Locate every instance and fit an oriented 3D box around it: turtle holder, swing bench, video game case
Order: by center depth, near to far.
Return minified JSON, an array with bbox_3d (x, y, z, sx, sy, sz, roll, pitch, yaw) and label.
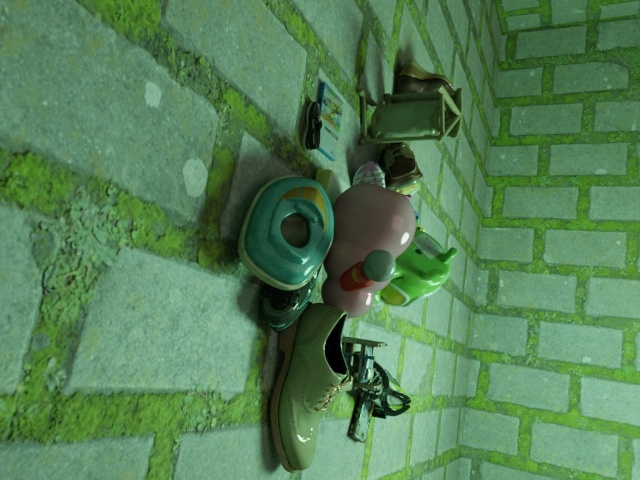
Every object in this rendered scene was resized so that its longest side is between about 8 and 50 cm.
[{"bbox_3d":[0.020,-0.303,1.349,0.119,0.015,0.166,26,70,-60],"label":"video game case"},{"bbox_3d":[0.275,-0.375,1.580,0.255,0.253,0.165,-22,112,-60],"label":"swing bench"},{"bbox_3d":[0.253,0.104,1.599,0.227,0.243,0.320,-59,-174,39],"label":"turtle holder"}]

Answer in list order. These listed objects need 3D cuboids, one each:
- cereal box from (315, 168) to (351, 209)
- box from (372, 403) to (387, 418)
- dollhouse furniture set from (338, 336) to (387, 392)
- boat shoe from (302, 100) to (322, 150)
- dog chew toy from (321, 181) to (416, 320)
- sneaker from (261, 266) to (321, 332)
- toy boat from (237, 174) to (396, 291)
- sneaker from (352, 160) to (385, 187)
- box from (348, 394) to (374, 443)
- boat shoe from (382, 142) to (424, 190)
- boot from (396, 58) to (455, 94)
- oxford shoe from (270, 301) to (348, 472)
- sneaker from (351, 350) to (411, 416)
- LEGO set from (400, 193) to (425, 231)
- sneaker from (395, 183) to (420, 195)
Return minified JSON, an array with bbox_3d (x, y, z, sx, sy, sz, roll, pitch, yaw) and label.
[{"bbox_3d":[0.044,-0.065,1.381,0.240,0.047,0.173,29,69,-61],"label":"cereal box"},{"bbox_3d":[0.200,0.538,1.746,0.062,0.052,0.083,-40,126,-56],"label":"box"},{"bbox_3d":[0.086,0.335,1.418,0.184,0.129,0.129,16,78,-62],"label":"dollhouse furniture set"},{"bbox_3d":[-0.013,-0.276,1.260,0.046,0.038,0.125,37,61,-59],"label":"boat shoe"},{"bbox_3d":[0.098,0.033,1.265,0.207,0.207,0.331,17,94,-62],"label":"dog chew toy"},{"bbox_3d":[-0.058,0.086,1.178,0.106,0.101,0.267,89,24,-49],"label":"sneaker"},{"bbox_3d":[0.000,0.000,1.074,0.318,0.148,0.267,33,53,-19],"label":"toy boat"},{"bbox_3d":[0.159,-0.146,1.565,0.104,0.095,0.236,-70,154,-42],"label":"sneaker"},{"bbox_3d":[0.129,0.550,1.635,0.094,0.027,0.137,55,46,-48],"label":"box"},{"bbox_3d":[0.241,-0.240,1.636,0.324,0.123,0.116,-87,156,-70],"label":"boat shoe"},{"bbox_3d":[0.359,-0.493,1.847,0.248,0.090,0.206,21,77,-28],"label":"boot"},{"bbox_3d":[-0.018,0.337,1.194,0.140,0.147,0.396,1,92,-64],"label":"oxford shoe"},{"bbox_3d":[0.164,0.429,1.620,0.111,0.121,0.300,-38,123,-1],"label":"sneaker"},{"bbox_3d":[0.297,-0.049,1.752,0.093,0.087,0.227,-19,128,-31],"label":"LEGO set"},{"bbox_3d":[0.285,-0.196,1.807,0.208,0.082,0.094,-54,136,-46],"label":"sneaker"}]
